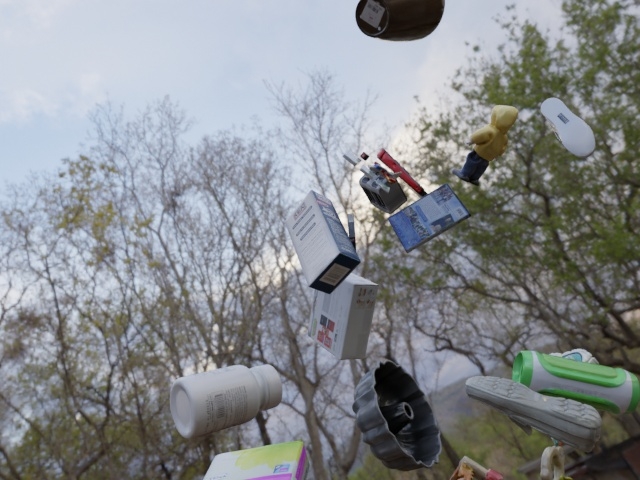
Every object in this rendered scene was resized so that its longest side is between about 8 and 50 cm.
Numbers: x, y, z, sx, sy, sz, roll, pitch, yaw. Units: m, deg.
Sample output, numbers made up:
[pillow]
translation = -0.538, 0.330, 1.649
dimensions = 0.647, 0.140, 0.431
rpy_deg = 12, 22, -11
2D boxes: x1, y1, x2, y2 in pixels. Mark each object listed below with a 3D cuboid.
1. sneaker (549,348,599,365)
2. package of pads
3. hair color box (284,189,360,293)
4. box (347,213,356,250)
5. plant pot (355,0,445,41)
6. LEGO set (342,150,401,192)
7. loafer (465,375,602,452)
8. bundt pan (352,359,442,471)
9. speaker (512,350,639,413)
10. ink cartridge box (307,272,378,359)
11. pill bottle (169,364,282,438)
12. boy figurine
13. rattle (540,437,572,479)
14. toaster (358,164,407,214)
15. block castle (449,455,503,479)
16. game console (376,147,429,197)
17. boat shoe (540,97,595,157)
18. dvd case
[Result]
[sneaker]
translation = 0.761, 0.418, 1.709
dimensions = 0.110, 0.107, 0.275
rpy_deg = -32, -19, -20
[package of pads]
translation = -0.188, 0.677, 1.510
dimensions = 0.297, 0.101, 0.229
rpy_deg = -13, 9, 8
[hair color box]
translation = 0.000, 0.000, 1.878
dimensions = 0.105, 0.347, 0.174
rpy_deg = 24, -61, -37
[box]
translation = 0.122, -0.010, 2.068
dimensions = 0.029, 0.116, 0.162
rpy_deg = -4, -36, 2
[plant pot]
translation = 0.200, -0.646, 1.495
dimensions = 0.230, 0.215, 0.215
rpy_deg = -39, -14, -44
[LEGO set]
translation = 0.169, -0.241, 1.721
dimensions = 0.060, 0.182, 0.244
rpy_deg = -51, 0, 18
[loafer]
translation = 0.511, 0.425, 1.321
dimensions = 0.112, 0.320, 0.111
rpy_deg = -16, -64, -55
[bundt pan]
translation = 0.214, 0.531, 1.603
dimensions = 0.124, 0.330, 0.331
rpy_deg = -36, -29, 25
[speaker]
translation = 0.686, 0.383, 1.456
dimensions = 0.297, 0.131, 0.131
rpy_deg = 11, -30, 7
[ink cartridge box]
translation = 0.084, 0.291, 2.200
dimensions = 0.130, 0.272, 0.309
rpy_deg = 5, -80, -33
[pill bottle]
translation = -0.208, 0.352, 1.211
dimensions = 0.229, 0.131, 0.131
rpy_deg = -4, -36, -39
[boy figurine]
translation = 0.558, -0.328, 1.815
dimensions = 0.177, 0.092, 0.285
rpy_deg = 10, -64, -35
[rattle]
translation = 0.731, 0.647, 1.583
dimensions = 0.143, 0.130, 0.200
rpy_deg = -35, 6, 47
[toaster]
translation = 0.270, -0.213, 2.298
dimensions = 0.110, 0.168, 0.185
rpy_deg = -41, -56, -8
[block castle]
translation = 0.513, 1.072, 1.990
dimensions = 0.453, 0.213, 0.303
rpy_deg = -64, -17, 15
[game console]
translation = 0.442, -0.274, 2.564
dimensions = 0.060, 0.342, 0.386
rpy_deg = -48, -34, 9
[boat shoe]
translation = 0.962, -0.424, 2.079
dimensions = 0.108, 0.301, 0.102
rpy_deg = -38, -37, 19
[dvd case]
translation = 0.379, -0.082, 1.896
dimensions = 0.253, 0.180, 0.022
rpy_deg = -31, -45, 9
